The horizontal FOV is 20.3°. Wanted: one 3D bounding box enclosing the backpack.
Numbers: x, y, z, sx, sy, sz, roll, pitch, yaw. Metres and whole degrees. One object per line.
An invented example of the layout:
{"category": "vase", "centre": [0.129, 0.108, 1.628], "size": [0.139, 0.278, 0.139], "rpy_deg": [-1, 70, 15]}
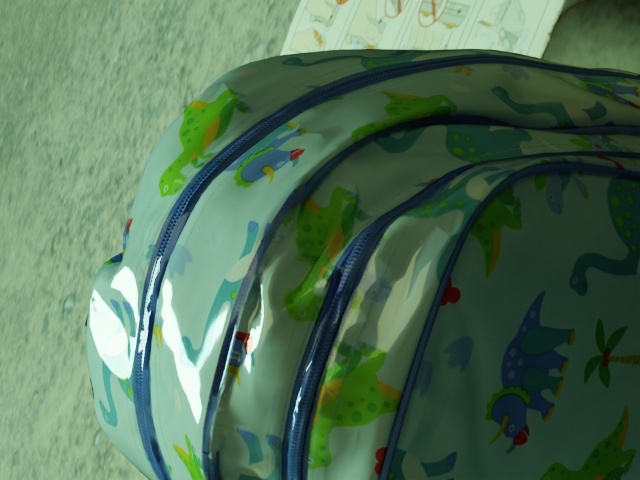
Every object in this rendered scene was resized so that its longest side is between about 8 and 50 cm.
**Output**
{"category": "backpack", "centre": [0.070, 0.041, 0.827], "size": [0.273, 0.355, 0.290], "rpy_deg": [44, 115, 59]}

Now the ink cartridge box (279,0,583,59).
{"category": "ink cartridge box", "centre": [0.122, -0.197, 1.095], "size": [0.308, 0.091, 0.385], "rpy_deg": [29, 96, 61]}
